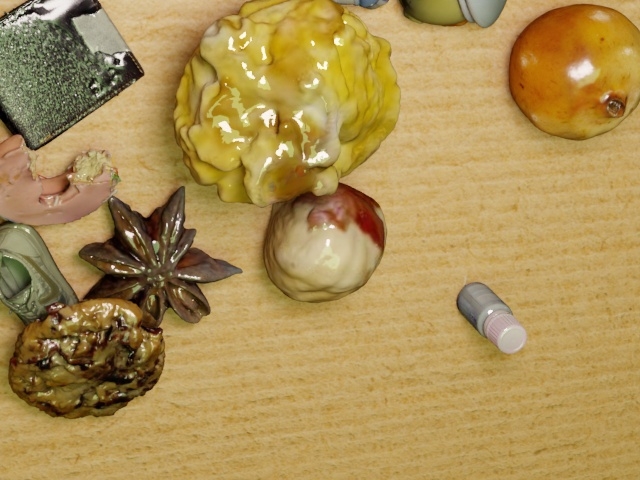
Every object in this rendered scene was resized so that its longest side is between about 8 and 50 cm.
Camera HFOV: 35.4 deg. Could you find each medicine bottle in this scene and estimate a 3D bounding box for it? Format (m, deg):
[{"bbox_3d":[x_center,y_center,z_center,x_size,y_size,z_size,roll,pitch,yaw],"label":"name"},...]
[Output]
[{"bbox_3d":[0.351,0.159,2.060,0.083,0.203,0.083,-5,112,-13],"label":"medicine bottle"}]

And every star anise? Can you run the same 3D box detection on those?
[{"bbox_3d":[-0.302,0.040,1.876,0.315,0.108,0.315,-5,109,-15],"label":"star anise"}]

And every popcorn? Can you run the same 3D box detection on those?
[{"bbox_3d":[-0.069,-0.242,1.711,0.390,0.354,0.344,-42,120,-44],"label":"popcorn"}]

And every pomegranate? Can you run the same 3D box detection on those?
[{"bbox_3d":[0.491,-0.312,1.883,0.264,0.264,0.264,-6,113,-14],"label":"pomegranate"}]

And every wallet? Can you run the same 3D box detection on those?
[{"bbox_3d":[-0.462,-0.300,1.714,0.262,0.071,0.221,-35,116,-7],"label":"wallet"}]

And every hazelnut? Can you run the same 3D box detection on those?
[{"bbox_3d":[0.000,0.000,1.905,0.241,0.261,0.261,39,98,7],"label":"hazelnut"}]

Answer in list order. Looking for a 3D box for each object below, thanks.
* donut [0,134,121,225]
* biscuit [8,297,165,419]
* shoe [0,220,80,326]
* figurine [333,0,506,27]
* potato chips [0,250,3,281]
[{"bbox_3d":[-0.478,-0.104,1.742,0.233,0.085,0.199,9,141,-41],"label":"donut"},{"bbox_3d":[-0.429,0.235,1.868,0.289,0.081,0.334,1,137,-19],"label":"biscuit"},{"bbox_3d":[-0.525,0.100,1.827,0.103,0.098,0.275,-14,117,22],"label":"shoe"},{"bbox_3d":[0.161,-0.448,1.764,0.381,0.205,0.225,-18,121,-6],"label":"figurine"},{"bbox_3d":[-0.727,0.045,1.658,0.389,0.097,0.373,7,153,-7],"label":"potato chips"}]
